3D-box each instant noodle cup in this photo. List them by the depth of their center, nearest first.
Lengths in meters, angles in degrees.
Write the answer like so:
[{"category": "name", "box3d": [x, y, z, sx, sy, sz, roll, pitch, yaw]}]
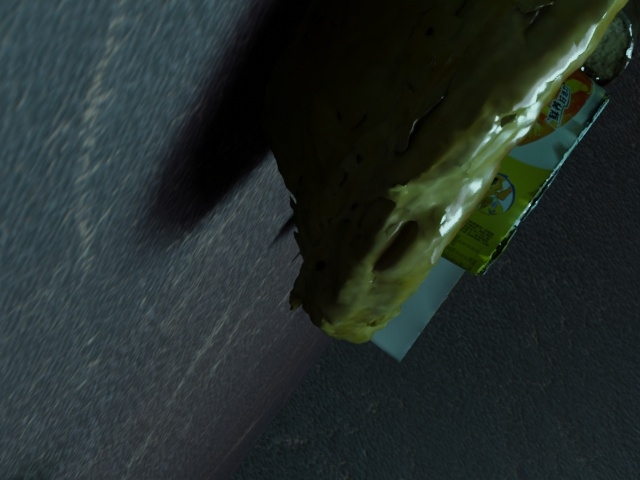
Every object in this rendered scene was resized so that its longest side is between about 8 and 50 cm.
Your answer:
[{"category": "instant noodle cup", "box3d": [0.096, -0.077, 1.115, 0.205, 0.153, 0.205, -52, 174, -8]}]

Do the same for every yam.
[{"category": "yam", "box3d": [0.255, -0.234, 1.504, 0.131, 0.131, 0.280, -58, -178, 34]}]

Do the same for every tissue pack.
[{"category": "tissue pack", "box3d": [0.118, -0.009, 1.843, 0.246, 0.136, 0.159, -59, 173, 36]}]

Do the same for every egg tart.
[{"category": "egg tart", "box3d": [0.067, -0.100, 0.832, 0.341, 0.129, 0.341, -55, 176, -5]}]
